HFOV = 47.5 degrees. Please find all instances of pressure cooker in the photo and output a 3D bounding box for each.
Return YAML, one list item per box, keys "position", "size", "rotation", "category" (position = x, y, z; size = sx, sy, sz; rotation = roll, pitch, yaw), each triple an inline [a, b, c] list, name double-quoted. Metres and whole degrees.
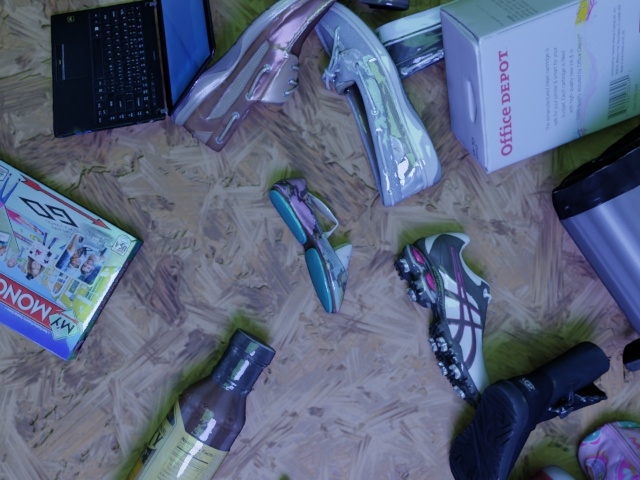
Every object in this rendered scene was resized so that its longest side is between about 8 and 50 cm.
- position: [0.573, 0.005, 0.969]
  size: [0.375, 0.370, 0.420]
  rotation: [-33, 88, -19]
  category: "pressure cooker"

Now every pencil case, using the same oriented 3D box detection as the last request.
- position: [0.458, 0.350, 0.985]
  size: [0.124, 0.284, 0.124]
  rotation: [0, 101, -2]
  category: "pencil case"

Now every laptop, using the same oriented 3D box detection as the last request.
- position: [-0.284, -0.301, 1.061]
  size: [0.264, 0.136, 0.234]
  rotation: [-10, 65, -2]
  category: "laptop"

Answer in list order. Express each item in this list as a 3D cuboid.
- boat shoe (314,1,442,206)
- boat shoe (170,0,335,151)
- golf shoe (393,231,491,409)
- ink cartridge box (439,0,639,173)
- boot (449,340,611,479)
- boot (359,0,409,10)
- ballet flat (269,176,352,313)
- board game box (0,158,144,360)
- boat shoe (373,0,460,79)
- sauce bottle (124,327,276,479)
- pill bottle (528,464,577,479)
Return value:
- position: [0.069, -0.210, 1.104]
  size: [0.103, 0.118, 0.320]
  rotation: [-29, 94, -7]
  category: "boat shoe"
- position: [-0.081, -0.258, 1.083]
  size: [0.324, 0.123, 0.116]
  rotation: [-38, 102, 23]
  category: "boat shoe"
- position: [0.214, 0.118, 1.091]
  size: [0.120, 0.105, 0.273]
  rotation: [-21, 87, -9]
  category: "golf shoe"
- position: [0.341, -0.263, 1.040]
  size: [0.306, 0.131, 0.226]
  rotation: [-20, 131, -4]
  category: "ink cartridge box"
- position: [0.313, 0.267, 1.073]
  size: [0.207, 0.246, 0.094]
  rotation: [-14, 44, -29]
  category: "boot"
- position: [0.047, -0.478, 1.096]
  size: [0.263, 0.091, 0.229]
  rotation: [11, 103, 5]
  category: "boot"
- position: [0.000, 0.000, 1.115]
  size: [0.079, 0.077, 0.221]
  rotation: [-25, 86, -22]
  category: "ballet flat"
- position: [-0.464, 0.013, 1.118]
  size: [0.317, 0.046, 0.213]
  rotation: [29, 86, 1]
  category: "board game box"
- position: [0.240, -0.319, 1.114]
  size: [0.306, 0.113, 0.105]
  rotation: [-18, 93, 1]
  category: "boat shoe"
- position: [-0.185, 0.292, 1.073]
  size: [0.111, 0.111, 0.344]
  rotation: [33, 85, 2]
  category: "sauce bottle"
- position: [0.264, 0.507, 1.011]
  size: [0.363, 0.210, 0.210]
  rotation: [-40, 88, -2]
  category: "pill bottle"
